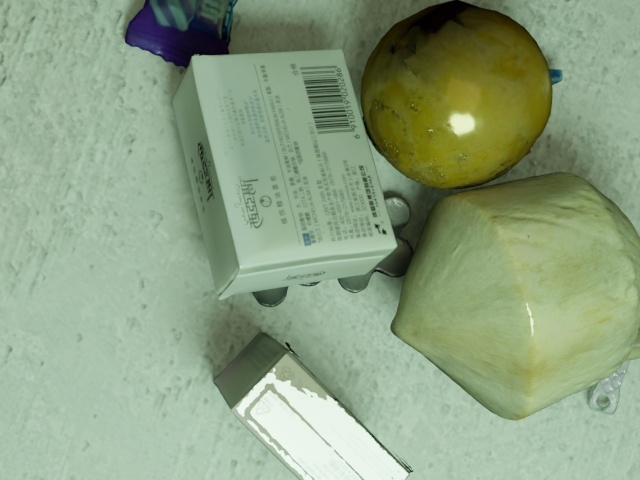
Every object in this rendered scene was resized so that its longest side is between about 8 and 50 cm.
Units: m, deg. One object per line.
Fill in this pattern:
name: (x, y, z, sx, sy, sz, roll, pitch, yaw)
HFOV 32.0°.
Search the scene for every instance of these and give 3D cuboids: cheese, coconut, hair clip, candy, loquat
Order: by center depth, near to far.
loquat: (0.163, -0.175, 1.368, 0.235, 0.235, 0.235, 0, 89, -11)
coconut: (0.236, 0.067, 1.380, 0.329, 0.329, 0.329, 0, 89, -11)
candy: (-0.144, -0.343, 1.427, 0.145, 0.070, 0.275, 20, 89, -3)
hair clip: (-0.001, 0.002, 1.449, 0.257, 0.075, 0.146, -8, 75, -18)
cheese: (0.413, 0.127, 1.528, 0.137, 0.064, 0.227, 17, 87, -9)

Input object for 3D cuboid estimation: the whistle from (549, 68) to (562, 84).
whistle: (0.245, -0.251, 1.494, 0.158, 0.090, 0.090, -1, 89, -23)

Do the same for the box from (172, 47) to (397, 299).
box: (-0.048, -0.086, 1.364, 0.203, 0.116, 0.274, -8, 73, -23)

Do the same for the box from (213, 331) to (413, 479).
box: (-0.017, 0.219, 1.347, 0.203, 0.251, 0.106, 44, 84, -8)
